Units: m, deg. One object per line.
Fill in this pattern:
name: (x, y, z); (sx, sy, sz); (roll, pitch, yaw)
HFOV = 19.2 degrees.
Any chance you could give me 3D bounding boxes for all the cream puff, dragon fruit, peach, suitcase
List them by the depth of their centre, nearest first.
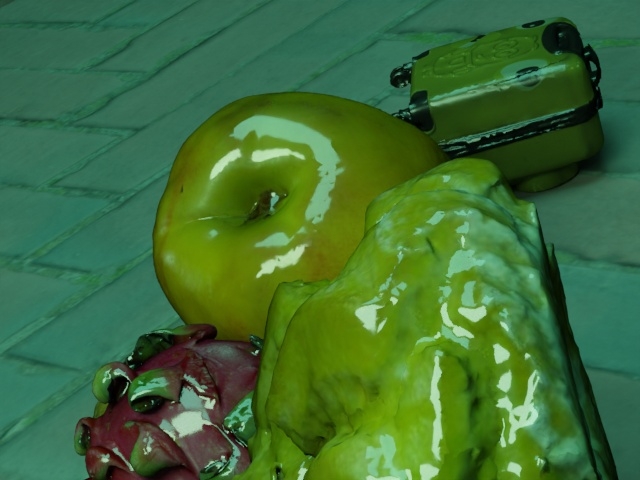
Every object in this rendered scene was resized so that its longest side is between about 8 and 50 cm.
cream puff: (0.062, 0.149, 1.332); (0.276, 0.378, 0.378); (-13, 24, 8)
dragon fruit: (-0.066, 0.169, 1.556); (0.273, 0.198, 0.218); (5, -6, -1)
peach: (0.003, 0.004, 1.762); (0.289, 0.288, 0.308); (-8, -19, 23)
suitcase: (0.199, -0.140, 2.081); (0.235, 0.143, 0.194); (-14, 23, 10)

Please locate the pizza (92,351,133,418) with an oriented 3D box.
pizza: (-0.142, 0.147, 1.803); (0.161, 0.062, 0.182); (-26, 19, -1)
